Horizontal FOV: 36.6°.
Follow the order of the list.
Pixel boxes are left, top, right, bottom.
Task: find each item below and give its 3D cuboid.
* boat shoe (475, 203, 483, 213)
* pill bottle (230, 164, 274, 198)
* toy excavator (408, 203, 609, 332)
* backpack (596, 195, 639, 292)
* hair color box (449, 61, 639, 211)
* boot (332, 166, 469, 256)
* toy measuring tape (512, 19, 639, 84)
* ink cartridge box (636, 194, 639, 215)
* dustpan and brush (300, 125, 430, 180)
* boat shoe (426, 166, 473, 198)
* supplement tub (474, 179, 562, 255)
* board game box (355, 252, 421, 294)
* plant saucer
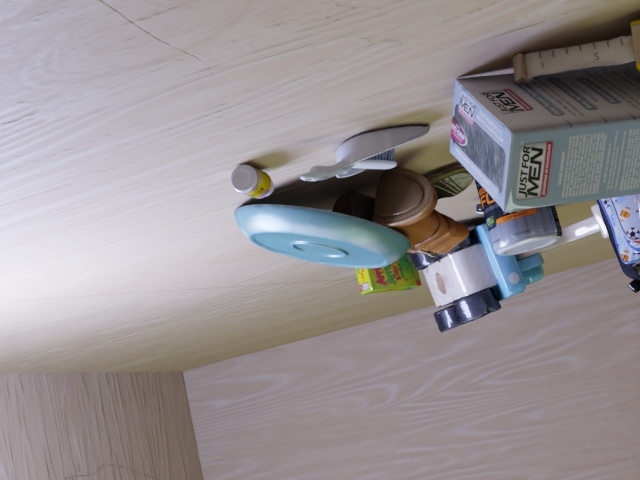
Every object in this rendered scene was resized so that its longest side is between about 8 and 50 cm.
[{"bbox_3d":[0.390,-0.086,2.038,0.133,0.042,0.049,-13,-166,6],"label":"boat shoe"},{"bbox_3d":[-0.101,-0.088,1.474,0.043,0.043,0.083,-17,168,19],"label":"pill bottle"},{"bbox_3d":[0.487,0.020,2.303,0.445,0.222,0.433,-20,173,-15],"label":"toy excavator"},{"bbox_3d":[0.715,-0.072,1.985,0.264,0.276,0.213,-19,154,12],"label":"backpack"},{"bbox_3d":[0.380,-0.148,1.273,0.375,0.113,0.185,-7,-149,-13],"label":"hair color box"},{"bbox_3d":[0.176,-0.032,1.708,0.220,0.109,0.283,20,158,-26],"label":"boot"},{"bbox_3d":[0.417,-0.229,1.224,0.330,0.121,0.121,-8,171,22],"label":"toy measuring tape"},{"bbox_3d":[0.650,-0.093,1.707,0.272,0.130,0.309,-9,-170,29],"label":"ink cartridge box"},{"bbox_3d":[0.052,-0.120,1.445,0.211,0.060,0.147,-5,166,-36],"label":"dustpan and brush"},{"bbox_3d":[0.214,-0.103,1.767,0.056,0.048,0.153,28,140,-29],"label":"boat shoe"},{"bbox_3d":[0.324,-0.079,1.615,0.117,0.190,0.117,-13,168,-3],"label":"supplement tub"},{"bbox_3d":[0.172,0.083,2.467,0.181,0.092,0.043,-3,165,-42],"label":"board game box"},{"bbox_3d":[0.000,0.000,1.714,0.318,0.043,0.317,11,170,2],"label":"plant saucer"}]
